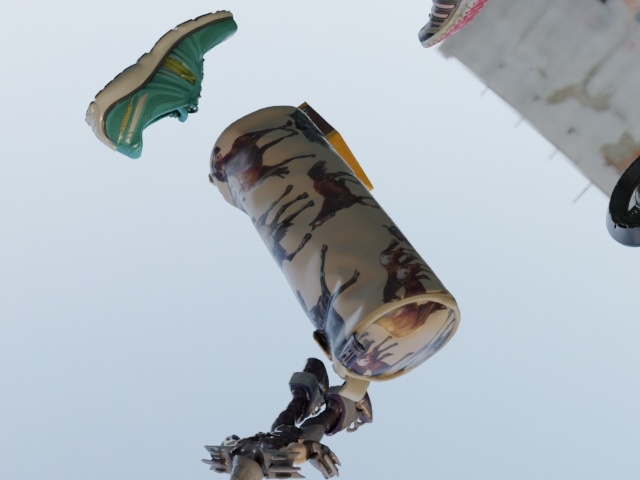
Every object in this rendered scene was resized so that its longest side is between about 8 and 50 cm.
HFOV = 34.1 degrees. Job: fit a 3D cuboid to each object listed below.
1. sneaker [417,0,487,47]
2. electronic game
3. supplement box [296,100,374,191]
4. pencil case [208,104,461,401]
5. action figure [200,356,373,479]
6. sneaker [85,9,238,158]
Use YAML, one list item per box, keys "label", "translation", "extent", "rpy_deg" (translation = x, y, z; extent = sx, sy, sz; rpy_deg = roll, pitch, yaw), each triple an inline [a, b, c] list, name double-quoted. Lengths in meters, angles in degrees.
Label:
- label: "sneaker"
  translation: [0.163, -0.307, 1.304]
  extent: [0.063, 0.170, 0.074]
  rpy_deg: [-37, -95, -30]
- label: "electronic game"
  translation: [0.585, -0.087, 1.795]
  extent: [0.048, 0.229, 0.229]
  rpy_deg: [35, -151, -20]
- label: "supplement box"
  translation: [-0.043, -0.117, 1.835]
  extent: [0.129, 0.191, 0.194]
  rpy_deg: [55, 178, -29]
- label: "pencil case"
  translation: [0.000, 0.000, 1.355]
  extent: [0.410, 0.183, 0.160]
  rpy_deg: [55, -172, 34]
- label: "action figure"
  translation: [-0.039, 0.269, 1.416]
  extent: [0.185, 0.099, 0.285]
  rpy_deg: [8, -154, 30]
- label: "sneaker"
  translation: [-0.214, -0.227, 1.506]
  extent: [0.110, 0.107, 0.275]
  rpy_deg: [44, -109, -4]
